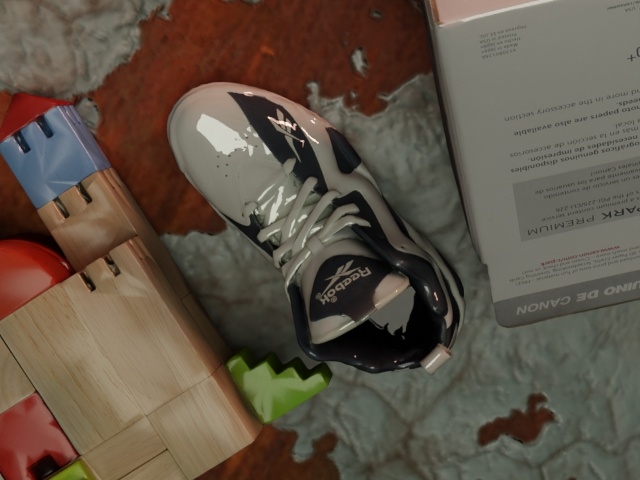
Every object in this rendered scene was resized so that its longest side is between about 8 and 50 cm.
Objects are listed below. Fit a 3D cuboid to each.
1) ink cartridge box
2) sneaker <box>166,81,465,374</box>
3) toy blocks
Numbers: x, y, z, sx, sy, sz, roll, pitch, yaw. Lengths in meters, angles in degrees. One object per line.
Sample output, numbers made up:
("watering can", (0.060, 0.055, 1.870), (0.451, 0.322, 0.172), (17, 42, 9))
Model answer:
("ink cartridge box", (0.224, -0.103, 1.156), (0.309, 0.130, 0.272), (-12, 137, 2))
("sneaker", (0.000, 0.000, 1.191), (0.094, 0.153, 0.235), (-40, 103, 7))
("toy blocks", (-0.225, 0.083, 1.218), (0.381, 0.191, 0.261), (-33, 92, 7))
